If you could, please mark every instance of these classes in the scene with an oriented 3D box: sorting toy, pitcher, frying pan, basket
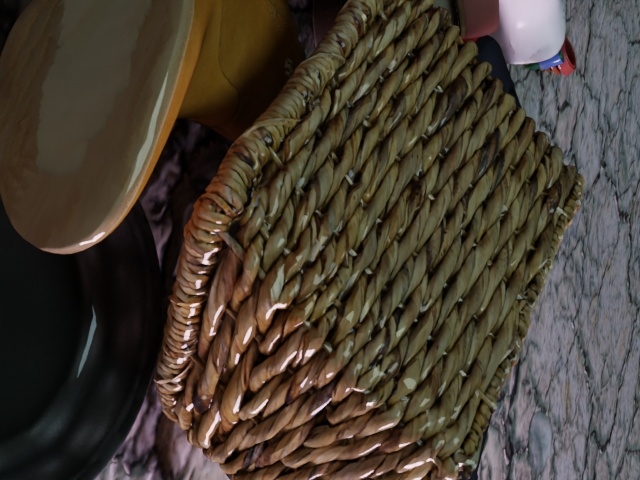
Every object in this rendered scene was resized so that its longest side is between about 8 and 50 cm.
[{"bbox_3d":[0.247,-0.215,1.347,0.102,0.042,0.061,46,39,-41],"label":"sorting toy"},{"bbox_3d":[0.183,-0.298,1.142,0.207,0.125,0.178,73,14,-54],"label":"pitcher"},{"bbox_3d":[-0.181,0.076,0.586,0.326,0.053,0.197,-47,133,-47],"label":"frying pan"},{"bbox_3d":[0.000,0.000,0.784,0.223,0.213,0.299,48,45,-17],"label":"basket"}]

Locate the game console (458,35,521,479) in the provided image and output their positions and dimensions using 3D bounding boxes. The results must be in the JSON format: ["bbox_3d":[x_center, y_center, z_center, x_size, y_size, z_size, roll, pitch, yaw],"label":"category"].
[{"bbox_3d":[0.137,0.035,1.162,0.342,0.060,0.387,49,54,-53],"label":"game console"}]

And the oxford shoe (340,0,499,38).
[{"bbox_3d":[0.023,-0.275,0.812,0.123,0.130,0.348,-108,178,-61],"label":"oxford shoe"}]

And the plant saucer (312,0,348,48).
[{"bbox_3d":[0.045,-0.186,0.982,0.168,0.029,0.168,-16,109,-59],"label":"plant saucer"}]

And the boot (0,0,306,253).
[{"bbox_3d":[-0.071,-0.092,0.674,0.211,0.104,0.295,51,38,-57],"label":"boot"}]
